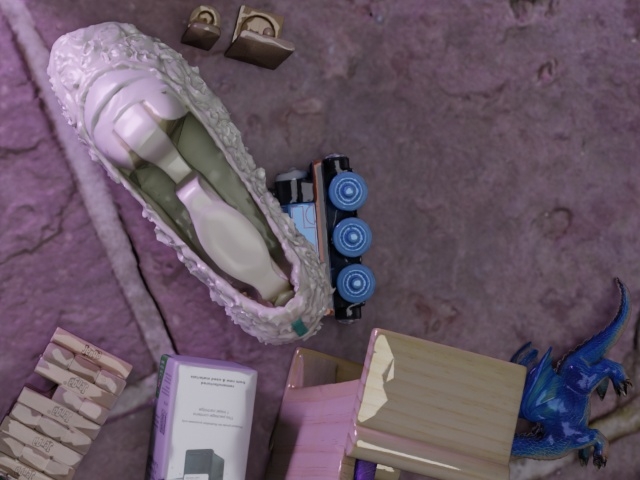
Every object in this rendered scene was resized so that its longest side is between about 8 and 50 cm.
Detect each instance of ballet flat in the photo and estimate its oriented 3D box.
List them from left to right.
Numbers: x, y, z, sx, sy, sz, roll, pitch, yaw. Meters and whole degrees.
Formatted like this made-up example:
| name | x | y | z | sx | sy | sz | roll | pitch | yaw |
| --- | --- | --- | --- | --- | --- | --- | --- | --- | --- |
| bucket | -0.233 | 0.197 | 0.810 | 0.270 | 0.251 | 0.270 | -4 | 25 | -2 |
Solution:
| name | x | y | z | sx | sy | sz | roll | pitch | yaw |
| --- | --- | --- | --- | --- | --- | --- | --- | --- | --- |
| ballet flat | -0.131 | -0.069 | 1.480 | 0.147 | 0.147 | 0.409 | -40 | 85 | -10 |

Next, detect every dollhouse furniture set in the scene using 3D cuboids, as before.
| name | x | y | z | sx | sy | sz | roll | pitch | yaw |
| --- | --- | --- | --- | --- | --- | --- | --- | --- | --- |
| dollhouse furniture set | -0.090 | -0.277 | 1.536 | 0.144 | 0.123 | 0.151 | 14 | 86 | -11 |

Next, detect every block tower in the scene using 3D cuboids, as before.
| name | x | y | z | sx | sy | sz | roll | pitch | yaw |
| --- | --- | --- | --- | --- | --- | --- | --- | --- | --- |
| block tower | -0.313 | 0.253 | 1.494 | 0.097 | 0.091 | 0.335 | 29 | 83 | -8 |

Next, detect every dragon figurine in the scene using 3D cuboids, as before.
| name | x | y | z | sx | sy | sz | roll | pitch | yaw |
| --- | --- | --- | --- | --- | --- | --- | --- | --- | --- |
| dragon figurine | 0.252 | 0.161 | 1.609 | 0.144 | 0.085 | 0.289 | 20 | 86 | -10 |

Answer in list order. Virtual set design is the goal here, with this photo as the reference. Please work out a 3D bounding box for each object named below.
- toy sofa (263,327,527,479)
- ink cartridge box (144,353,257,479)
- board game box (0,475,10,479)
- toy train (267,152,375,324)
| name | x | y | z | sx | sy | sz | roll | pitch | yaw |
| --- | --- | --- | --- | --- | --- | --- | --- | --- | --- |
| toy sofa | 0.059 | 0.196 | 1.431 | 0.150 | 0.362 | 0.177 | 16 | 79 | -11 |
| ink cartridge box | -0.128 | 0.226 | 1.500 | 0.087 | 0.153 | 0.208 | 8 | 88 | -12 |
| board game box | -0.396 | 0.299 | 1.418 | 0.136 | 0.035 | 0.201 | 23 | 82 | 15 |
| toy train | 0.000 | 0.000 | 1.570 | 0.105 | 0.080 | 0.184 | -5 | 89 | -5 |
